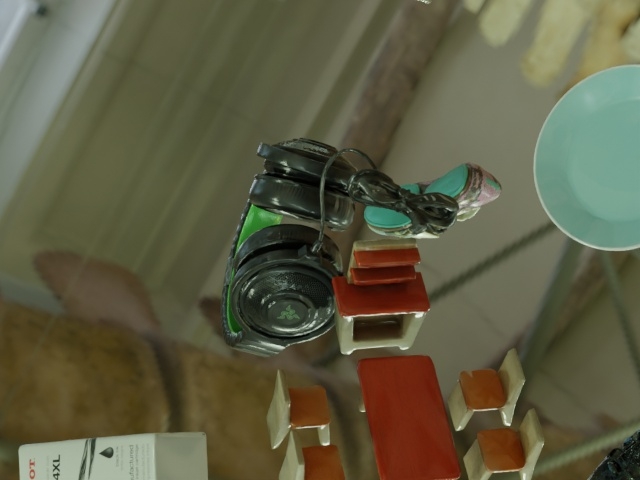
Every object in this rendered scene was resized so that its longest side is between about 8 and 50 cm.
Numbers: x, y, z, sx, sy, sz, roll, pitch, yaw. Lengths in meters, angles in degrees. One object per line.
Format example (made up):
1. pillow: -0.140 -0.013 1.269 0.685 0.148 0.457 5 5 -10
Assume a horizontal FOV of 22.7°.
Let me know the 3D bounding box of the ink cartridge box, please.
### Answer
1. ink cartridge box: -0.218 0.281 1.675 0.203 0.148 0.086 -11 169 35

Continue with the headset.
1. headset: 0.000 0.000 1.814 0.185 0.243 0.394 16 158 -16

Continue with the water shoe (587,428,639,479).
1. water shoe: 0.323 0.178 1.503 0.080 0.203 0.073 60 173 -30

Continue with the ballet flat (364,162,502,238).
1. ballet flat: 0.150 -0.043 2.073 0.079 0.077 0.221 28 150 -29

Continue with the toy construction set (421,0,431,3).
1. toy construction set: 0.028 -0.284 1.329 0.309 0.257 0.237 30 -129 -52

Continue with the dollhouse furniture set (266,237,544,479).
1. dollhouse furniture set: 0.079 0.140 1.650 0.262 0.135 0.259 -4 -129 -12

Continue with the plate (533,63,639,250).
1. plate: 0.299 -0.080 1.564 0.188 0.188 0.024 37 -170 32
